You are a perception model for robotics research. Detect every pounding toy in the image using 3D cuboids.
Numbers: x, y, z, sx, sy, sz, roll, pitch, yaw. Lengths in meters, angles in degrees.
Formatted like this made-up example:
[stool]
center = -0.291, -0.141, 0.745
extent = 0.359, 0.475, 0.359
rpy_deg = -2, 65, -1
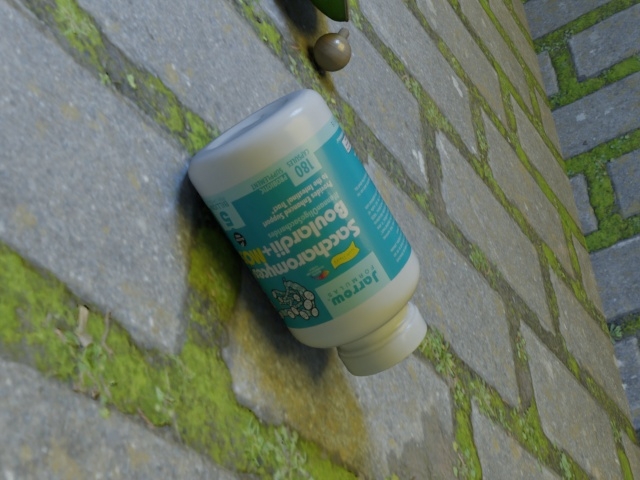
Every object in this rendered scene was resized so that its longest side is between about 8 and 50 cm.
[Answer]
[pounding toy]
center = -0.019, -0.365, 1.180
extent = 0.183, 0.110, 0.237
rpy_deg = -89, 175, -60

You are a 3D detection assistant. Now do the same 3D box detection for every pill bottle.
[pill bottle]
center = 0.000, 0.000, 0.821
extent = 0.264, 0.146, 0.146
rpy_deg = 57, 27, -15
